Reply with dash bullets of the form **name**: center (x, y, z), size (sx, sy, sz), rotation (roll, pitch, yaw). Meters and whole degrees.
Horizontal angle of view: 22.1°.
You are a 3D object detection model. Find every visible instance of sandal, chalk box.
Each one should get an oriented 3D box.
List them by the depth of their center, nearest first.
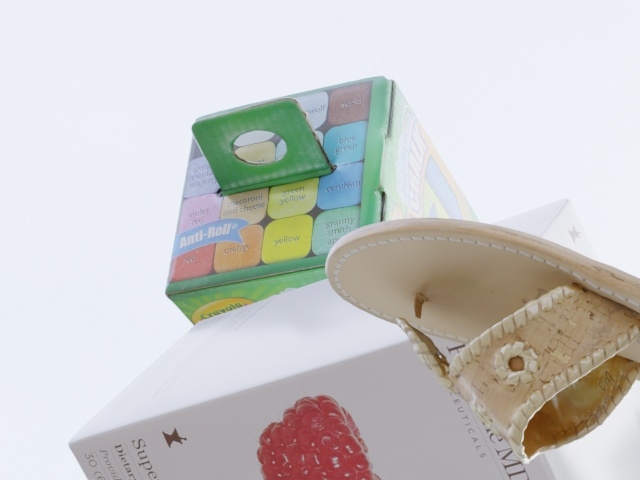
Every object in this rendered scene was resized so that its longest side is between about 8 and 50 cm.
- **sandal**: center (0.103, 0.055, 0.673), size (0.240, 0.079, 0.088), rotation (11, -34, 17)
- **chalk box**: center (0.000, 0.000, 1.290), size (0.180, 0.179, 0.289), rotation (-11, -38, 23)

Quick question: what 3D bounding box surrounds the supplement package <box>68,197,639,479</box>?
- **supplement package**: center (0.035, 0.121, 0.983), size (0.293, 0.175, 0.177), rotation (-20, -78, 32)
